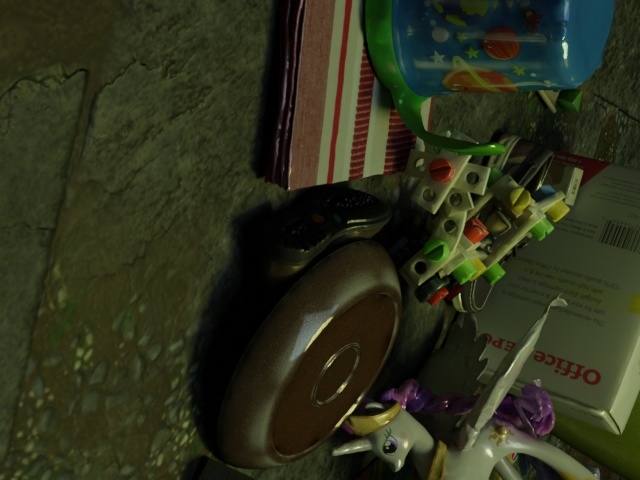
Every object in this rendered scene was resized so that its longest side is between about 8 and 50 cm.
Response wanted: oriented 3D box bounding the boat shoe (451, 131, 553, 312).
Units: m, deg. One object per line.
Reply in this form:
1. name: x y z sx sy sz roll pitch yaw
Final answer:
1. boat shoe: 0.276 -0.021 1.597 0.103 0.092 0.285 23 85 -59

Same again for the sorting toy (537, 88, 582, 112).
1. sorting toy: 0.387 -0.320 1.669 0.347 0.047 0.196 32 77 -58

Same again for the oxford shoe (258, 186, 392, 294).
1. oxford shoe: 0.000 0.000 1.204 0.227 0.083 0.096 -24 141 -48

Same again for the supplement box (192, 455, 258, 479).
1. supplement box: -0.092 0.290 1.179 0.056 0.083 0.083 -64 148 -13

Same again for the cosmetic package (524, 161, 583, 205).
1. cosmetic package: 0.345 -0.097 1.647 0.041 0.115 0.060 9 96 -58

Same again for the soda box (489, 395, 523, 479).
1. soda box: 0.341 0.355 1.913 0.181 0.061 0.058 -40 135 -42

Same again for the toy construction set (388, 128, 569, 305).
1. toy construction set: 0.200 -0.022 1.391 0.215 0.151 0.327 -41 153 15

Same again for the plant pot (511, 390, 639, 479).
1. plant pot: 0.528 0.240 1.825 0.366 0.353 0.366 18 90 -79

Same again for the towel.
1. towel: 0.049 -0.188 1.217 0.329 0.037 0.237 -13 114 -57

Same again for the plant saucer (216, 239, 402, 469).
1. plant saucer: 0.003 0.146 1.223 0.310 0.050 0.311 -40 149 -30

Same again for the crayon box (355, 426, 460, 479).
1. crayon box: 0.100 0.426 1.550 0.318 0.081 0.202 -34 132 -47

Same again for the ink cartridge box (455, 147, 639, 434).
1. ink cartridge box: 0.404 0.074 1.670 0.385 0.279 0.160 -65 149 -12

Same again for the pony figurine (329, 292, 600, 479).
1. pony figurine: 0.220 0.268 1.435 0.351 0.363 0.303 -45 -177 -28

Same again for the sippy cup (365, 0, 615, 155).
1. sippy cup: 0.202 -0.265 1.185 0.240 0.224 0.305 -45 137 -43
